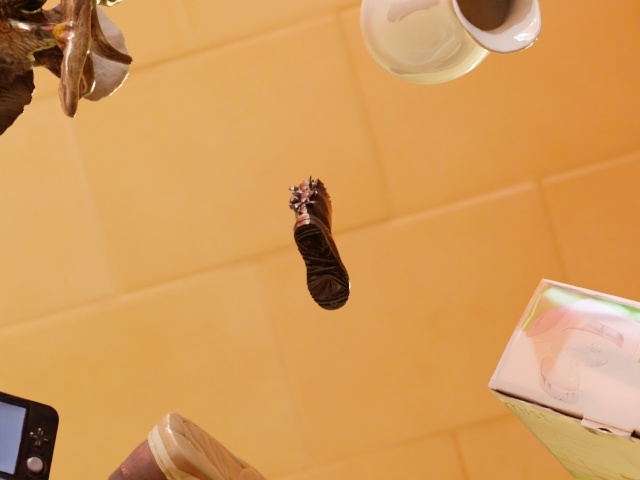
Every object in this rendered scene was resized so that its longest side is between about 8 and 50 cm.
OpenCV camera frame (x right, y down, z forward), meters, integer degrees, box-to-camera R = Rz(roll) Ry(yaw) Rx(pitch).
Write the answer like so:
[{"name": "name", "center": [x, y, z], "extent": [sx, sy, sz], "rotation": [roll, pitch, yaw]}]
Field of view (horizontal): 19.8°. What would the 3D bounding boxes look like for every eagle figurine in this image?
[{"name": "eagle figurine", "center": [-0.332, -0.195, 1.636], "extent": [0.226, 0.298, 0.225], "rotation": [-59, -44, -60]}]

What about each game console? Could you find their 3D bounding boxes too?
[{"name": "game console", "center": [-0.235, 0.138, 1.267], "extent": [0.071, 0.122, 0.107], "rotation": [-43, 33, 51]}]

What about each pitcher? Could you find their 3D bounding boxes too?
[{"name": "pitcher", "center": [0.118, -0.238, 1.673], "extent": [0.207, 0.125, 0.177], "rotation": [167, 107, -67]}]

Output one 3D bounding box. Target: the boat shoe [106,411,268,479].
[{"name": "boat shoe", "center": [-0.093, 0.246, 1.613], "extent": [0.285, 0.092, 0.103], "rotation": [50, -168, -52]}]

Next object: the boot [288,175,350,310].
[{"name": "boot", "center": [0.000, 0.000, 1.937], "extent": [0.099, 0.045, 0.121], "rotation": [-90, -19, -59]}]

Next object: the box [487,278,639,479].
[{"name": "box", "center": [0.320, 0.164, 1.638], "extent": [0.231, 0.262, 0.127], "rotation": [46, -113, -45]}]
